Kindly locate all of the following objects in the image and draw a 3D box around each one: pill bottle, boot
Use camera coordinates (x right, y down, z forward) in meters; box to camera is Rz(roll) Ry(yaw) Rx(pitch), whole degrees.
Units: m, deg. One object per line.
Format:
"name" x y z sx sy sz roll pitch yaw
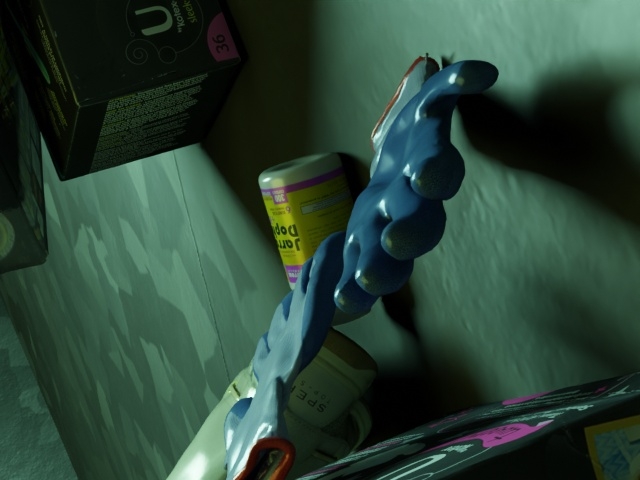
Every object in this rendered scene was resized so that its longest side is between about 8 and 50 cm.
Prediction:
"pill bottle" 0.000 0.000 0.653 0.043 0.043 0.083 9 118 69
"boot" -0.042 0.134 0.689 0.077 0.165 0.213 32 163 8

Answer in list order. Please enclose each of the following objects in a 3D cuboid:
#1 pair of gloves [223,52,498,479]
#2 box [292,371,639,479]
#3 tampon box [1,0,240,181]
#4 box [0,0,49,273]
"pair of gloves" 0.011 0.012 0.476 0.198 0.023 0.159 -59 8 23
"box" 0.062 0.152 0.477 0.163 0.142 0.247 69 162 6
"tampon box" -0.127 -0.123 0.798 0.120 0.102 0.161 69 161 7
"box" -0.279 -0.214 0.873 0.318 0.097 0.394 80 176 -46
